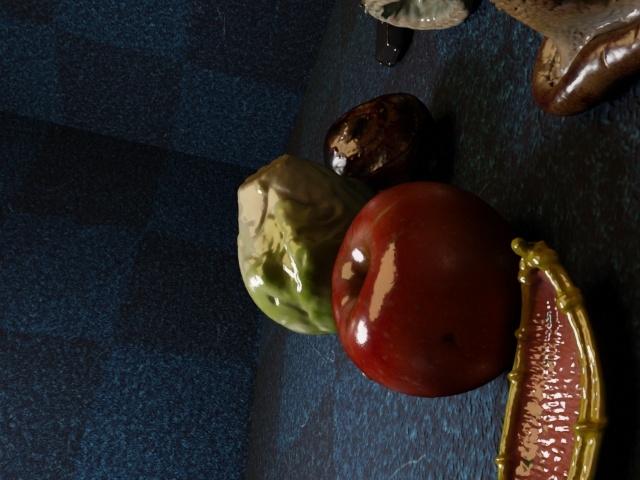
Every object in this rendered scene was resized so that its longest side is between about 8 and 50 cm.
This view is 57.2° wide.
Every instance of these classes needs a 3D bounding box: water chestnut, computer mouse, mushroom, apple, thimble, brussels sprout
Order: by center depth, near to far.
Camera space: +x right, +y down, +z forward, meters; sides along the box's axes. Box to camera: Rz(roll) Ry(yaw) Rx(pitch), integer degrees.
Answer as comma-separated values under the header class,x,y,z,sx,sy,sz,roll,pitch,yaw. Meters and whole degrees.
class,x,y,z,sx,sy,sz,roll,pitch,yaw
mushroom,0.223,-0.227,0.578,0.227,0.217,0.148,124,155,-62
apple,0.134,0.063,0.727,0.260,0.216,0.261,-167,90,-77
brussels sprout,0.000,0.013,0.955,0.242,0.316,0.274,-25,39,63
thimble,0.191,-0.480,1.081,0.229,0.195,0.148,18,100,49
water chestnut,0.128,-0.156,1.092,0.223,0.238,0.224,-27,34,20
computer mouse,0.184,-0.539,1.456,0.122,0.073,0.217,171,104,-80

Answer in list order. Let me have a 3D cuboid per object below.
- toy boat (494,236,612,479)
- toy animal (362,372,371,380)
class,x,y,z,sx,sy,sz,roll,pitch,yaw
toy boat,0.213,0.160,0.555,0.141,0.098,0.318,152,126,-75
toy animal,0.104,0.147,1.144,0.108,0.138,0.237,-35,57,18
